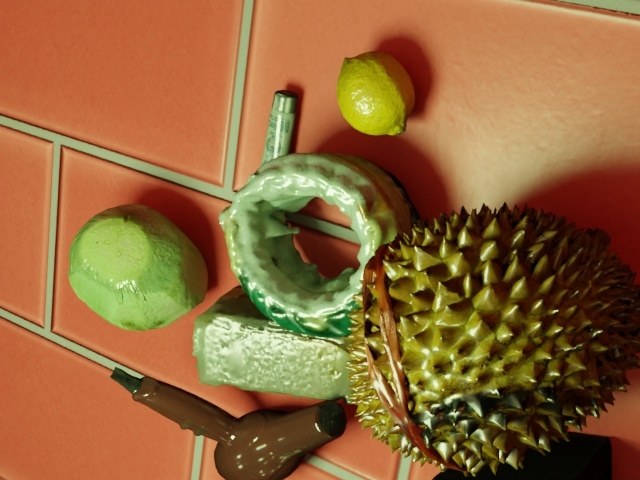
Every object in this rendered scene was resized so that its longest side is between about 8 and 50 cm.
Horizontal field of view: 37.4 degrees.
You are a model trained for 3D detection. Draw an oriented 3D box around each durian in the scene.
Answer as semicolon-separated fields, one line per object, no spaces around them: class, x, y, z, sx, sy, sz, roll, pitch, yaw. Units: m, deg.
durian;0.204;0.120;1.162;0.384;0.347;0.347;-45;75;11

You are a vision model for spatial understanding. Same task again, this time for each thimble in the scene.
thimble;0.000;0.000;1.367;0.288;0.167;0.254;21;103;23

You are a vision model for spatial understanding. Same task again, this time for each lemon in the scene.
lemon;0.077;-0.203;1.320;0.109;0.109;0.133;-35;90;34

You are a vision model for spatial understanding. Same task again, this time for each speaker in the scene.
speaker;0.277;0.407;1.260;0.184;0.232;0.254;3;102;34

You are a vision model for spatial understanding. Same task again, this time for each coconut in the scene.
coconut;-0.302;0.050;1.572;0.236;0.236;0.204;-30;61;34

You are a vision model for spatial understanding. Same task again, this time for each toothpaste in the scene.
toothpaste;-0.071;-0.115;1.479;0.062;0.039;0.239;18;113;19

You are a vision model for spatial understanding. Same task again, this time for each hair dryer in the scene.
hair dryer;-0.162;0.266;1.477;0.340;0.123;0.312;30;143;-15

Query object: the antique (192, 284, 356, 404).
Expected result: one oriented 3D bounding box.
antique;-0.046;0.167;1.485;0.284;0.150;0.125;9;109;23
